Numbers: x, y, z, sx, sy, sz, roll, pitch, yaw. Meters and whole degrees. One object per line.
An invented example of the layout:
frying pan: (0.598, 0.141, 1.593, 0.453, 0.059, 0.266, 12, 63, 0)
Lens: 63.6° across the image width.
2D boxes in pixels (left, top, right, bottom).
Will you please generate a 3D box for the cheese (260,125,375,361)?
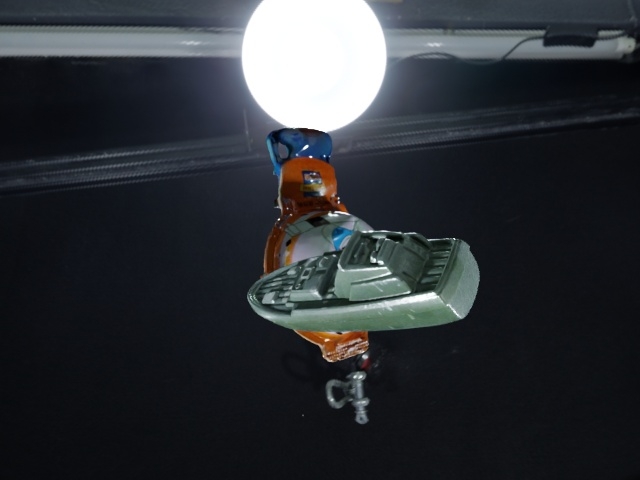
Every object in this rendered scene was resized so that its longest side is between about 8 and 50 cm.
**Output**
cheese: (0.000, 0.000, 0.721, 0.217, 0.129, 0.329, -3, -103, -41)

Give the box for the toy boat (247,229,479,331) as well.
toy boat: (0.012, 0.038, 0.462, 0.085, 0.260, 0.078, 46, -124, -26)
